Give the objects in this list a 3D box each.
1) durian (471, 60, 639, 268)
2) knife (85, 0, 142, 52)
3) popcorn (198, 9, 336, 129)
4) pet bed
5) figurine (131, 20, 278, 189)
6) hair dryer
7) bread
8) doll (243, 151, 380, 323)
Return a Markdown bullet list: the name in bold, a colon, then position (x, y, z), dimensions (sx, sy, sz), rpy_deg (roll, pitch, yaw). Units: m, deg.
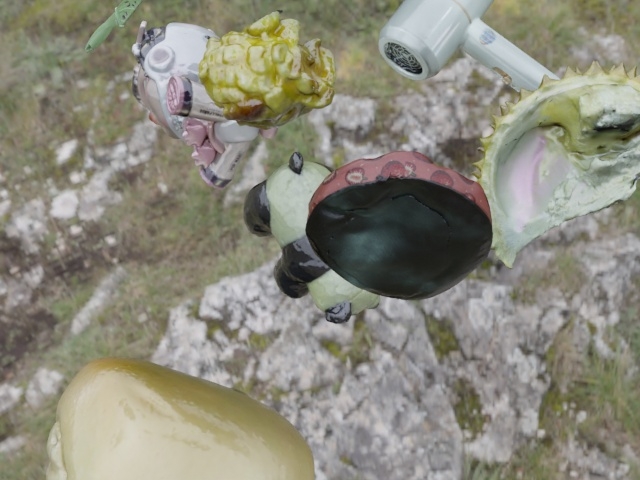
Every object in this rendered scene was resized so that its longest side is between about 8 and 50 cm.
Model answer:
- **durian**: position (0.312, -0.111, 1.248), dimensions (0.306, 0.172, 0.166), rpy_deg (-24, 51, 12)
- **knife**: position (-0.327, -0.352, 1.667), dimensions (0.014, 0.207, 0.030), rpy_deg (-29, 87, -46)
- **popcorn**: position (-0.081, -0.265, 1.630), dimensions (0.189, 0.218, 0.170), rpy_deg (-18, 83, 36)
- **pet bed**: position (0.080, -0.011, 1.056), dimensions (0.201, 0.201, 0.053), rpy_deg (-1, 52, 9)
- **figurine**: position (-0.238, -0.281, 2.054), dimensions (0.211, 0.253, 0.361), rpy_deg (-20, 41, -19)
- **hair dryer**: position (0.271, -0.253, 1.526), dimensions (0.357, 0.107, 0.173), rpy_deg (36, 76, 3)
- **bread**: position (-0.203, 0.320, 1.484), dimensions (0.376, 0.348, 0.253), rpy_deg (21, 84, -14)
- **doll**: position (-0.002, -0.001, 1.390), dimensions (0.143, 0.135, 0.234), rpy_deg (-27, 92, -14)
